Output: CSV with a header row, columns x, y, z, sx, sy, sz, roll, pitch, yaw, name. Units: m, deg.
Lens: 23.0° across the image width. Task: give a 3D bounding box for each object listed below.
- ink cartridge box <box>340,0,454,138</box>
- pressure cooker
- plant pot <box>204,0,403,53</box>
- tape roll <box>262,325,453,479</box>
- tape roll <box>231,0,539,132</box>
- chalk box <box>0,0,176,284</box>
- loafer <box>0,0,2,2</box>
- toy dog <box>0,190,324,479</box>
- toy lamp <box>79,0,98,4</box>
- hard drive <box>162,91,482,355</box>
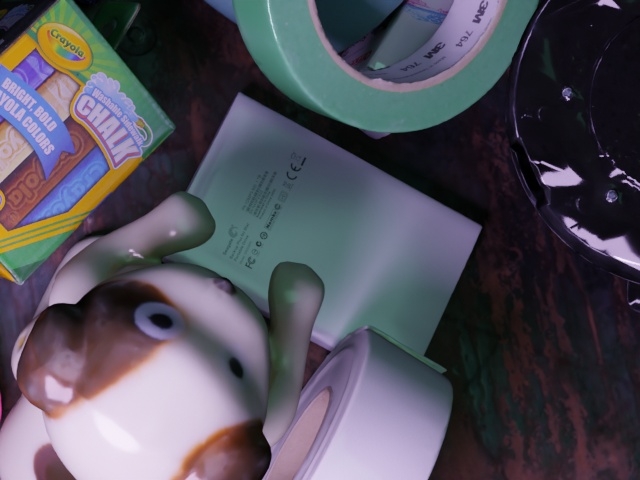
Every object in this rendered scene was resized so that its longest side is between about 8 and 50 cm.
x,y,z,sx,sy,sz,roll,pitch,yaw,name
0.106,-0.228,1.713,0.093,0.154,0.212,35,73,-13,ink cartridge box
0.402,-0.133,1.652,0.370,0.420,0.375,-36,79,13,pressure cooker
-0.014,-0.337,1.647,0.235,0.293,0.293,43,71,-17,plant pot
0.014,0.229,1.535,0.100,0.286,0.286,30,73,-7,tape roll
0.070,-0.267,1.514,0.321,0.077,0.321,-10,110,-30,tape roll
-0.282,-0.126,1.554,0.289,0.180,0.179,-46,117,-17,chalk box
-0.431,-0.201,1.584,0.302,0.095,0.109,-28,115,-16,loafer
-0.176,0.136,1.435,0.284,0.408,0.395,46,71,-2,toy dog
-0.339,-0.348,1.662,0.275,0.080,0.080,37,72,-3,toy lamp
0.000,0.000,1.703,0.307,0.040,0.203,29,73,-8,hard drive
